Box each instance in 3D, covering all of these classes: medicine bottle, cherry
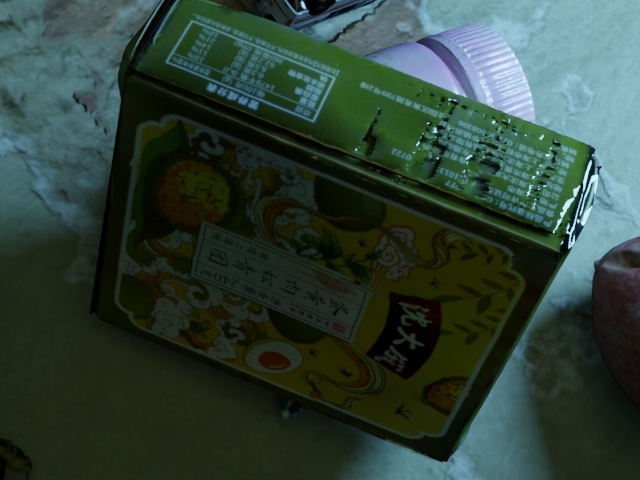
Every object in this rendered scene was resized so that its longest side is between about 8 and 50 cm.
[{"bbox_3d":[0.071,-0.118,1.462,0.291,0.178,0.178,-22,82,-21],"label":"medicine bottle"},{"bbox_3d":[0.437,0.105,1.478,0.308,0.221,0.261,27,62,8],"label":"cherry"}]

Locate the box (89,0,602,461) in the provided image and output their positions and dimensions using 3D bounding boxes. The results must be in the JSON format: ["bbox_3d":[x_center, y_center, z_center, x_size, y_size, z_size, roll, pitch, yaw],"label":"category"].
[{"bbox_3d":[0.000,0.000,1.271,0.420,0.373,0.138,23,50,3],"label":"box"}]

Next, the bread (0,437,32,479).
[{"bbox_3d":[-0.350,0.287,1.249,0.096,0.181,0.222,3,74,11],"label":"bread"}]

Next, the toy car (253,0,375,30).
[{"bbox_3d":[0.024,-0.306,1.542,0.210,0.108,0.089,-24,80,-23],"label":"toy car"}]

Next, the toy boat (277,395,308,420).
[{"bbox_3d":[0.015,0.157,1.436,0.137,0.060,0.060,-17,59,-21],"label":"toy boat"}]
